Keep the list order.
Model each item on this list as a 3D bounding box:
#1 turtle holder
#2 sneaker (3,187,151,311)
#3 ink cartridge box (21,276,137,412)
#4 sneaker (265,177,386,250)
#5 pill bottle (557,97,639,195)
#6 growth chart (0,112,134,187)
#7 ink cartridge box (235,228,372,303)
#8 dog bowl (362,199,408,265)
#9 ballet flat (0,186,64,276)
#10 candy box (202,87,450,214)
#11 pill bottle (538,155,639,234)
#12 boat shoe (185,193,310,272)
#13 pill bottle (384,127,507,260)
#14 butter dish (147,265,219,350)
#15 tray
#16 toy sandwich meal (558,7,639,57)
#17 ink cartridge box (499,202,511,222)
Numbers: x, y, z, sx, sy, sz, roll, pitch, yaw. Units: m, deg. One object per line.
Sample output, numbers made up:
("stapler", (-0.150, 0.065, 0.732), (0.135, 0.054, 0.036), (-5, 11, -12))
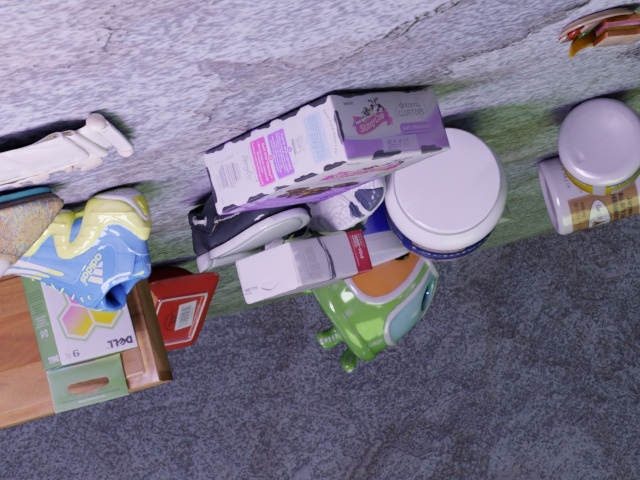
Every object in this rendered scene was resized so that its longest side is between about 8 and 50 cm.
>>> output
("turtle holder", (0.090, 0.086, 2.415), (0.227, 0.243, 0.320), (-32, 136, 3))
("sneaker", (-0.286, 0.031, 1.565), (0.240, 0.126, 0.091), (-19, 173, 29))
("ink cartridge box", (-0.303, 0.103, 1.791), (0.109, 0.209, 0.062), (-12, 175, -35))
("sneaker", (0.027, -0.054, 1.795), (0.153, 0.094, 0.235), (-20, 172, -45))
("pill bottle", (0.385, -0.124, 1.924), (0.117, 0.117, 0.215), (-17, 174, 10))
("growth chart", (-0.279, -0.063, 1.222), (0.237, 0.021, 0.172), (-15, 175, -7))
("ink cartridge box", (-0.020, 0.031, 1.712), (0.099, 0.056, 0.135), (-20, 174, 41))
("dog bowl", (0.000, 0.000, 2.138), (0.265, 0.104, 0.265), (-15, 174, -2))
("ballet flat", (-0.413, 0.039, 1.377), (0.348, 0.123, 0.123), (-14, 174, -19))
("candy box", (0.006, -0.091, 1.456), (0.165, 0.070, 0.196), (-9, 172, -46))
("pill bottle", (0.489, -0.100, 2.352), (0.229, 0.131, 0.131), (-16, 174, 3))
("boat shoe", (-0.100, -0.028, 1.674), (0.114, 0.091, 0.302), (-16, 176, -24))
("pill bottle", (0.155, -0.058, 1.768), (0.153, 0.153, 0.265), (-16, 174, 2))
("butter dish", (-0.273, 0.100, 2.366), (0.160, 0.118, 0.160), (-7, 129, -42))
("tray", (-0.425, 0.147, 1.913), (0.411, 0.203, 0.076), (-16, 173, 8))
("toy sandwich meal", (0.270, -0.198, 1.352), (0.085, 0.029, 0.085), (-16, 174, -2))
("ink cartridge box", (0.245, -0.039, 2.663), (0.171, 0.056, 0.235), (-19, 170, 22))
